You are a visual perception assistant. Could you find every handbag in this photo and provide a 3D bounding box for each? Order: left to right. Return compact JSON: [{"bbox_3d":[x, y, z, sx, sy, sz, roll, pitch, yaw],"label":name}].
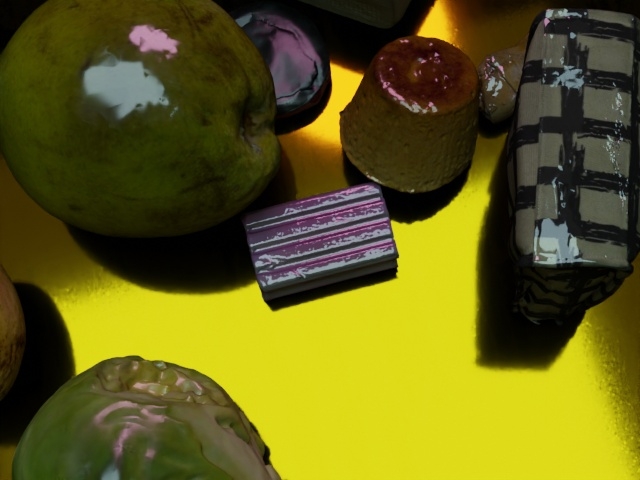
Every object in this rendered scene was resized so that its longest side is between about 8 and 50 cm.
[{"bbox_3d":[0.309,-0.074,1.323,0.162,0.327,0.326,5,74,4],"label":"handbag"}]

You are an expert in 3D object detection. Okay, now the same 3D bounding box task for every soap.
[{"bbox_3d":[0.000,0.000,1.454,0.203,0.065,0.122,-14,71,0],"label":"soap"}]

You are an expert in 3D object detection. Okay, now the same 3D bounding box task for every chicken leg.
[{"bbox_3d":[0.289,-0.258,1.518,0.085,0.069,0.198,37,72,12],"label":"chicken leg"}]

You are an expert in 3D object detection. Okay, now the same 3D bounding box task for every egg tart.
[{"bbox_3d":[0.127,-0.185,1.436,0.202,0.147,0.203,2,55,-3],"label":"egg tart"}]

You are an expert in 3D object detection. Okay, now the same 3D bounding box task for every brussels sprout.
[{"bbox_3d":[-0.205,0.296,1.272,0.343,0.268,0.344,1,70,-4],"label":"brussels sprout"}]

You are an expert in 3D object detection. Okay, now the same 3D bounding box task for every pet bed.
[{"bbox_3d":[-0.085,-0.264,1.549,0.201,0.053,0.201,-1,73,2],"label":"pet bed"}]

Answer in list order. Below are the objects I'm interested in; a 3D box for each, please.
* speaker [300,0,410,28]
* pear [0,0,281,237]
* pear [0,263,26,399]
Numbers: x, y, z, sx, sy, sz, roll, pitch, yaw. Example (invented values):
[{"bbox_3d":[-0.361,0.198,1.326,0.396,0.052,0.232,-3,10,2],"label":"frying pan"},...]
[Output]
[{"bbox_3d":[-0.030,-0.474,1.548,0.406,0.183,0.184,21,81,10],"label":"speaker"},{"bbox_3d":[-0.252,-0.177,1.387,0.413,0.352,0.352,11,73,20],"label":"pear"},{"bbox_3d":[-0.515,0.112,1.358,0.271,0.271,0.271,-1,73,3],"label":"pear"}]
